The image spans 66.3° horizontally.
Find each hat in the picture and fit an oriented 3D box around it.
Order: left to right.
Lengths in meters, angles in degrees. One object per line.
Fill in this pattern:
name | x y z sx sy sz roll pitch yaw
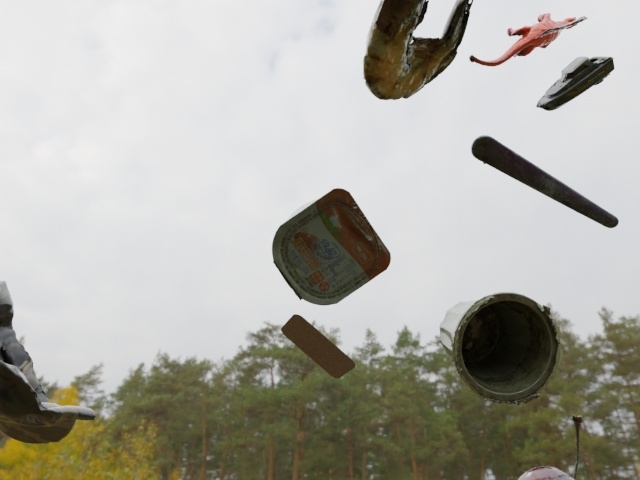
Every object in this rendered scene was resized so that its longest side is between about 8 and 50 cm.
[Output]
hat | -0.664 0.307 1.007 0.381 0.366 0.257 -49 -16 18

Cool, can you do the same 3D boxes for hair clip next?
hair clip | 0.390 -0.099 0.861 0.048 0.275 0.083 -57 -18 15

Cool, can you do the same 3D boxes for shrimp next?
shrimp | 0.201 -0.428 0.922 0.233 0.071 0.364 -8 -43 -31

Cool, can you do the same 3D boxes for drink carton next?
drink carton | 0.000 0.000 0.973 0.191 0.189 0.185 -36 -72 1

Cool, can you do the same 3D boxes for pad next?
pad | -0.012 0.360 1.654 0.266 0.002 0.176 41 -39 3

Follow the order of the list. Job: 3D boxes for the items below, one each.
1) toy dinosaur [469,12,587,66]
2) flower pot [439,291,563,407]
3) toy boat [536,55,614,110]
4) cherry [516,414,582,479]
toy dinosaur | 0.466 -0.433 1.040 0.286 0.139 0.070 -28 -67 -21
flower pot | 0.449 0.271 1.321 0.291 0.289 0.259 5 -2 -7
toy boat | 0.453 -0.282 0.885 0.141 0.055 0.060 -36 -70 9
cherry | 0.301 0.348 0.660 0.148 0.187 0.115 -1 6 1
